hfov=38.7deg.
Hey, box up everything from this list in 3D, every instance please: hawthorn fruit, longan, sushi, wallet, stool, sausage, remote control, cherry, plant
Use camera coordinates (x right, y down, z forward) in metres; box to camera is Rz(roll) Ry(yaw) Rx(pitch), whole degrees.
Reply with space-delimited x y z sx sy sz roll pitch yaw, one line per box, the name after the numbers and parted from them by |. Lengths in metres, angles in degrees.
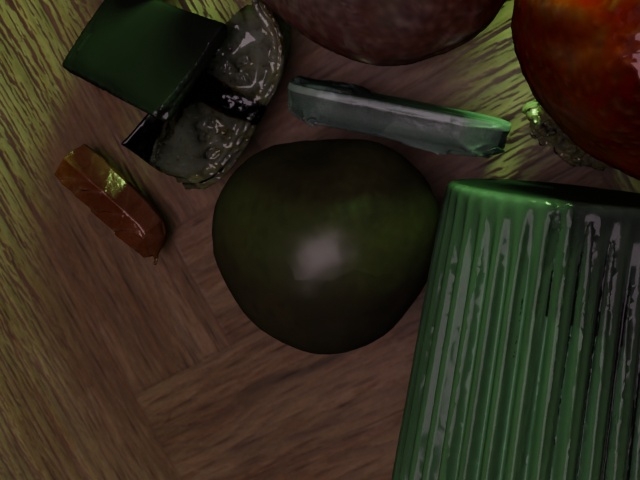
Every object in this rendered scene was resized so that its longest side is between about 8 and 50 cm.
0.292 -0.204 0.797 0.287 0.330 0.287 -7 114 -17 | hawthorn fruit
0.000 0.000 0.980 0.246 0.215 0.246 0 83 -1 | longan
-0.097 -0.170 1.044 0.109 0.134 0.273 42 96 -8 | sushi
-0.206 -0.218 1.026 0.244 0.025 0.124 30 85 45 | wallet
0.233 0.116 0.894 0.297 0.297 0.330 9 99 17 | stool
-0.252 -0.043 1.137 0.169 0.065 0.065 42 111 7 | sausage
0.080 -0.134 0.985 0.247 0.104 0.052 14 104 16 | remote control
0.049 -0.342 0.858 0.335 0.291 0.326 40 129 23 | cherry
0.276 -0.138 0.946 0.116 0.104 0.122 27 80 -23 | plant
